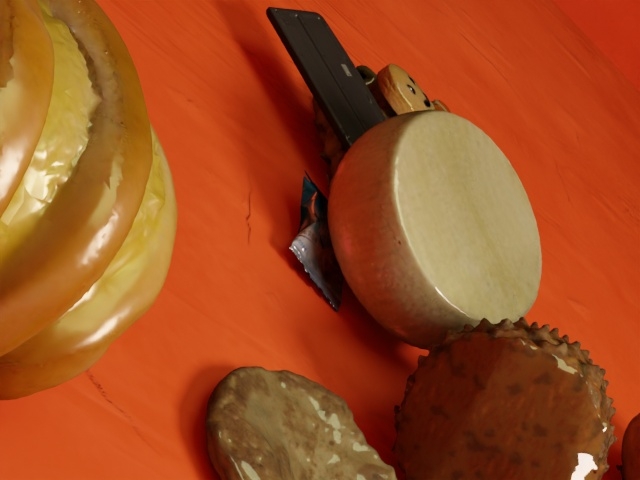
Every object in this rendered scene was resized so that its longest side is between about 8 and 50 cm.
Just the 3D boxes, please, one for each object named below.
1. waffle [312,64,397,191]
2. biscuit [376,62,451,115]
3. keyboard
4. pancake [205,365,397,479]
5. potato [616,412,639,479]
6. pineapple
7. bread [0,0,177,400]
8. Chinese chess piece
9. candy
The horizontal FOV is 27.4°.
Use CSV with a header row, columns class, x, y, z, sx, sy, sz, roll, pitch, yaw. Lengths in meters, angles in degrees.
class,x,y,z,sx,sy,sz,roll,pitch,yaw
waffle,0.108,-0.066,1.561,0.317,0.073,0.297,38,28,-24
biscuit,0.151,-0.121,1.586,0.234,0.030,0.153,48,21,-14
keyboard,0.009,-0.198,1.478,0.103,0.041,0.381,-4,65,-49
pancake,-0.001,0.200,1.030,0.236,0.042,0.222,44,30,-12
potato,0.444,0.322,1.548,0.191,0.141,0.296,52,16,-47
pineapple,0.193,0.171,1.256,0.202,0.202,0.362,58,13,12
bread,-0.206,-0.063,0.817,0.270,0.211,0.316,32,34,-40
Chinese chess piece,0.119,-0.009,1.341,0.250,0.101,0.250,24,54,-38
candy,0.000,-0.001,1.320,0.088,0.038,0.136,55,27,-30
